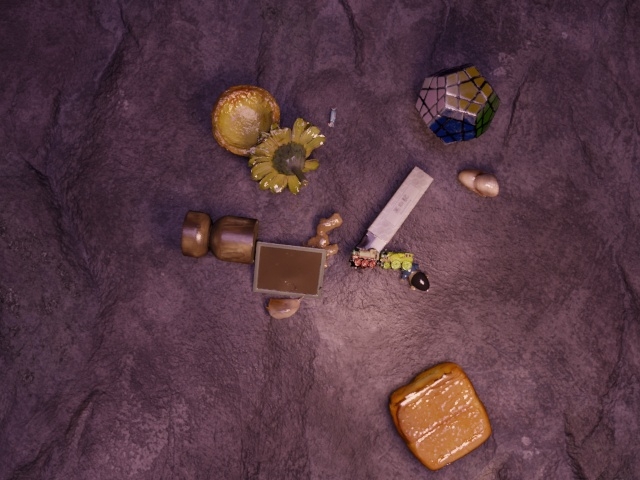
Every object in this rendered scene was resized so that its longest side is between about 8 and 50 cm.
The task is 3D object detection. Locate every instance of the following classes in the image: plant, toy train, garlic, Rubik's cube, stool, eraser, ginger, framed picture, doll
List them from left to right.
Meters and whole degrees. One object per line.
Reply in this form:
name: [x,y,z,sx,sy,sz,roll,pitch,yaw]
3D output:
stool: [-0.377,-0.011,1.843,0.264,0.179,0.179,8,85,-1]
plant: [-0.140,-0.307,1.818,0.261,0.297,0.306,27,116,-3]
garlic: [-0.139,0.263,1.883,0.152,0.066,0.084,-2,83,0]
framed picture: [-0.121,0.117,1.885,0.273,0.016,0.216,8,108,-2]
ginger: [0.010,0.012,1.910,0.149,0.065,0.258,43,89,-5]
toy train: [0.228,0.072,1.833,0.249,0.053,0.085,4,87,-13]
eraser: [0.287,-0.107,1.914,0.098,0.096,0.404,36,84,1]
doll: [0.364,0.136,1.907,0.102,0.089,0.179,-39,64,-5]
Rubik's cube: [0.529,-0.528,1.871,0.319,0.319,0.264,18,57,0]
garlic: [0.634,-0.233,1.930,0.174,0.124,0.099,23,101,26]

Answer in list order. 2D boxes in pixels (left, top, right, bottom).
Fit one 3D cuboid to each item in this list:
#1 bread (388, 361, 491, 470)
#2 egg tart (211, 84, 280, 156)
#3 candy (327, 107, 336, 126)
bread: [0.449,0.664,1.833,0.337,0.148,0.328,-32,91,-6]
egg tart: [-0.293,-0.468,1.914,0.294,0.123,0.294,0,86,-6]
candy: [0.047,-0.504,1.976,0.030,0.020,0.083,6,84,-3]
